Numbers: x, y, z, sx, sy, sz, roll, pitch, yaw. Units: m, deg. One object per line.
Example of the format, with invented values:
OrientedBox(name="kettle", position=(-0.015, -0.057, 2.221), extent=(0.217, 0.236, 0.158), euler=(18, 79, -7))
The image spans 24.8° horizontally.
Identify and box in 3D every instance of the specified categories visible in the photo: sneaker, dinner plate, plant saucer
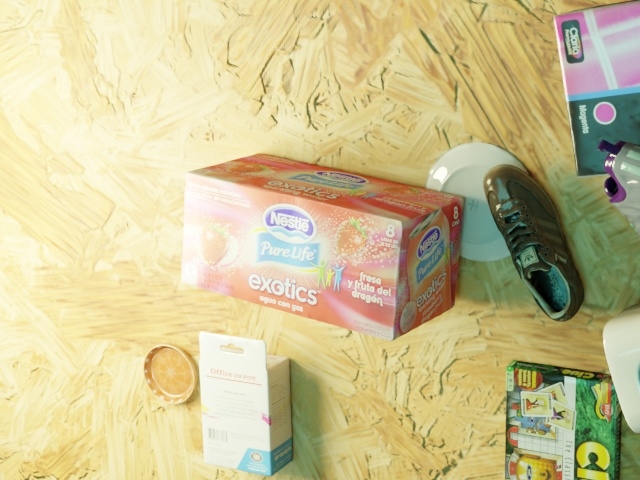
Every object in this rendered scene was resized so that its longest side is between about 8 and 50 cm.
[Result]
OrientedBox(name="sneaker", position=(0.348, -0.031, 1.504), extent=(0.098, 0.083, 0.224), euler=(28, 159, 34))
OrientedBox(name="dinner plate", position=(0.181, -0.042, 1.675), extent=(0.141, 0.017, 0.141), euler=(8, 106, 29))
OrientedBox(name="plant saucer", position=(-0.201, 0.178, 1.948), extent=(0.083, 0.013, 0.084), euler=(7, 106, 28))
OrientedBox(name="sneaker", position=(0.238, 0.003, 1.611), extent=(0.066, 0.071, 0.188), euler=(-29, 95, 21))

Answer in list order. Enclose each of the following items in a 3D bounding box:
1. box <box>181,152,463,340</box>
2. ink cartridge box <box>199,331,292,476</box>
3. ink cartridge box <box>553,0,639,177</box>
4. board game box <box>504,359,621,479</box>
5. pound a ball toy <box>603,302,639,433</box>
OrientedBox(name="box", position=(0.000, 0.000, 1.701), extent=(0.300, 0.154, 0.142), euler=(14, 109, 31))
OrientedBox(name="ink cartridge box", position=(-0.095, 0.201, 1.867), extent=(0.104, 0.061, 0.181), euler=(6, 106, 28))
OrientedBox(name="ink cartridge box", position=(0.425, -0.169, 1.452), extent=(0.370, 0.069, 0.176), euler=(-5, 100, 28))
OrientedBox(name="board game box", position=(0.281, 0.274, 1.695), extent=(0.136, 0.030, 0.260), euler=(5, 105, 26))
OrientedBox(name="pound a ball toy", position=(0.473, 0.146, 1.489), extent=(0.319, 0.135, 0.208), euler=(-14, 95, 32))
